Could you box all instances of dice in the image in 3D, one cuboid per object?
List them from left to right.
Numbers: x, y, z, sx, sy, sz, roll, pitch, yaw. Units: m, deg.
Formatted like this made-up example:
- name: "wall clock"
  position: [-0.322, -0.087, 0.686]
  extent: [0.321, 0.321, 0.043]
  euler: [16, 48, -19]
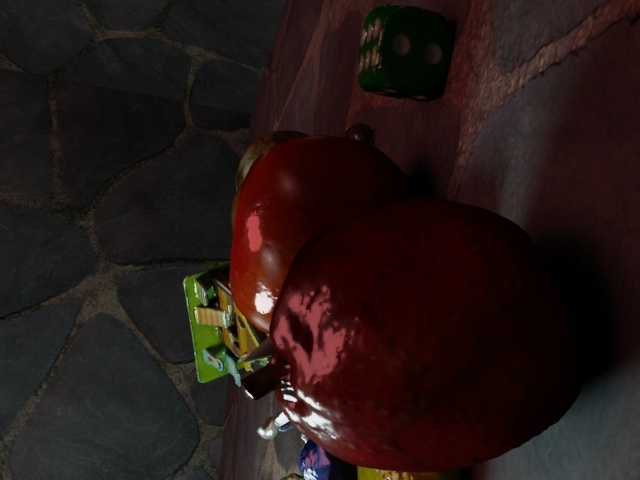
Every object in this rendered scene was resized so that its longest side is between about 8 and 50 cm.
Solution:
- name: "dice"
  position: [0.128, -0.294, 1.079]
  extent: [0.128, 0.120, 0.131]
  euler: [-143, 60, -74]

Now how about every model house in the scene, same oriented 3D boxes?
- name: "model house"
  position: [-0.166, 0.264, 1.706]
  extent: [0.313, 0.242, 0.358]
  euler: [35, 132, 52]

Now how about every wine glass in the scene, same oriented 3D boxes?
- name: "wine glass"
  position: [0.083, -0.144, 1.312]
  extent: [0.198, 0.066, 0.066]
  euler: [-95, 18, -45]

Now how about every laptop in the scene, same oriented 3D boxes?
- name: "laptop"
  position: [-0.034, 0.162, 1.307]
  extent: [0.187, 0.015, 0.269]
  euler: [-41, 8, -32]

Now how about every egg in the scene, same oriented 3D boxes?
- name: "egg"
  position: [-0.078, -0.122, 1.615]
  extent: [0.289, 0.238, 0.238]
  euler: [85, -179, -50]

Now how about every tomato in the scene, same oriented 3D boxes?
- name: "tomato"
  position: [0.000, 0.000, 1.078]
  extent: [0.290, 0.293, 0.325]
  euler: [-106, 32, -59]

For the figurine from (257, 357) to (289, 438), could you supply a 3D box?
- name: "figurine"
  position: [-0.016, 0.249, 1.301]
  extent: [0.308, 0.143, 0.308]
  euler: [-38, 4, 3]

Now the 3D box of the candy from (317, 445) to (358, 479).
- name: "candy"
  position: [0.060, 0.390, 0.895]
  extent: [0.077, 0.187, 0.331]
  euler: [-31, 37, 19]

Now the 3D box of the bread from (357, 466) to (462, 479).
- name: "bread"
  position: [0.113, 0.175, 0.870]
  extent: [0.166, 0.112, 0.384]
  euler: [145, 133, -73]

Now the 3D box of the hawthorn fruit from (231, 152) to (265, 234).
- name: "hawthorn fruit"
  position: [-0.052, -0.022, 1.376]
  extent: [0.268, 0.267, 0.301]
  euler: [-105, 14, -59]

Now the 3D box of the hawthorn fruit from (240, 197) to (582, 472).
- name: "hawthorn fruit"
  position: [0.073, 0.098, 0.653]
  extent: [0.265, 0.307, 0.265]
  euler: [163, 90, -76]

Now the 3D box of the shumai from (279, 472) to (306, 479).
- name: "shumai"
  position: [-0.034, 0.532, 1.376]
  extent: [0.123, 0.087, 0.099]
  euler: [5, 63, 35]

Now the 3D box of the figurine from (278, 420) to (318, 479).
- name: "figurine"
  position: [0.031, 0.381, 1.076]
  extent: [0.164, 0.120, 0.262]
  euler: [-23, 79, 60]
